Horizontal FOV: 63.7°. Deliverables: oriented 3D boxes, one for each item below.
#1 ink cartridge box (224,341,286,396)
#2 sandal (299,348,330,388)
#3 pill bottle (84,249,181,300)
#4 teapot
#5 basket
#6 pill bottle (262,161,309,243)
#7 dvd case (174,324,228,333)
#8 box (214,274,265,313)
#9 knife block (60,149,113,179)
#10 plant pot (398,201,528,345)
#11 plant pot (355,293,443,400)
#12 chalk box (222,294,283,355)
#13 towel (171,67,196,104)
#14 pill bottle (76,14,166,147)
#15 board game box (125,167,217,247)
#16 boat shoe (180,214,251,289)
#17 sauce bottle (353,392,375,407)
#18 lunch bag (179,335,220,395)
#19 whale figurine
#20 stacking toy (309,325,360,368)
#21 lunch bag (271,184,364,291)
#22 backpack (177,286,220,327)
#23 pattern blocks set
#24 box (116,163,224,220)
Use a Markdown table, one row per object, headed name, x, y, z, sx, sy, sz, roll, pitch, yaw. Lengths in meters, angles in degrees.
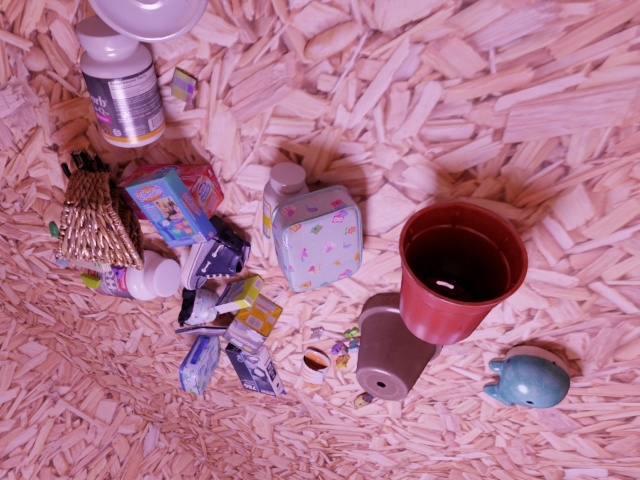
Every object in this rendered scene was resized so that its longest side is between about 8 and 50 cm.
| name | x | y | z | sx | sy | sz | roll | pitch | yaw |
| --- | --- | --- | --- | --- | --- | --- | --- | --- | --- |
| ink cartridge box | -0.256 | 0.534 | 2.073 | 0.166 | 0.065 | 0.332 | 5 | 134 | 25 |
| sandal | -0.028 | 0.498 | 1.895 | 0.102 | 0.076 | 0.265 | 20 | 138 | 11 |
| pill bottle | -0.651 | 0.118 | 1.802 | 0.319 | 0.176 | 0.176 | 3 | 132 | 27 |
| teapot | -0.333 | -0.529 | 0.992 | 0.256 | 0.187 | 0.252 | -32 | 133 | 18 |
| basket | -0.591 | -0.077 | 1.438 | 0.223 | 0.299 | 0.213 | 9 | 108 | -22 |
| pill bottle | -0.089 | -0.093 | 1.318 | 0.118 | 0.117 | 0.208 | 20 | 138 | 12 |
| dvd case | -0.392 | 0.331 | 1.884 | 0.165 | 0.018 | 0.221 | -16 | 159 | 40 |
| box | -0.273 | 0.180 | 1.698 | 0.178 | 0.109 | 0.042 | -18 | 124 | 40 |
| knife block | -0.731 | -0.152 | 1.650 | 0.242 | 0.088 | 0.276 | 40 | 138 | -10 |
| plant pot | 0.299 | 0.097 | 1.196 | 0.273 | 0.272 | 0.265 | 19 | 146 | 12 |
| plant pot | 0.208 | 0.320 | 1.472 | 0.263 | 0.229 | 0.262 | 15 | 135 | 16 |
| chalk box | -0.242 | 0.296 | 1.779 | 0.133 | 0.132 | 0.213 | 33 | 140 | -4 |
| towel | -0.337 | -0.376 | 1.263 | 0.060 | 0.009 | 0.083 | 29 | 138 | 2 |
| pill bottle | -0.471 | -0.376 | 1.225 | 0.162 | 0.162 | 0.278 | 17 | 137 | 15 |
| board game box | -0.394 | -0.080 | 1.364 | 0.160 | 0.047 | 0.210 | -7 | 126 | 34 |
| boat shoe | -0.329 | 0.083 | 1.617 | 0.158 | 0.127 | 0.340 | 36 | 138 | 5 |
| sauce bottle | 0.167 | 0.582 | 1.891 | 0.042 | 0.042 | 0.128 | 34 | 140 | -4 |
| lunch bag | -0.470 | 0.475 | 2.018 | 0.090 | 0.218 | 0.176 | 14 | 137 | 9 |
| whale figurine | 0.557 | 0.406 | 1.421 | 0.216 | 0.141 | 0.272 | 30 | 139 | 0 |
| stacking toy | 0.089 | 0.349 | 1.696 | 0.221 | 0.052 | 0.167 | -18 | 121 | 44 |
| lunch bag | 0.000 | 0.000 | 1.295 | 0.279 | 0.224 | 0.107 | 84 | 160 | -49 |
| backpack | -0.423 | 0.226 | 1.790 | 0.115 | 0.151 | 0.182 | 7 | 166 | -25 |
| pattern blocks set | -0.778 | 0.031 | 1.715 | 0.325 | 0.026 | 0.285 | 20 | 120 | 20 |
| box | -0.423 | -0.135 | 1.459 | 0.257 | 0.128 | 0.122 | 5 | 132 | 26 |
